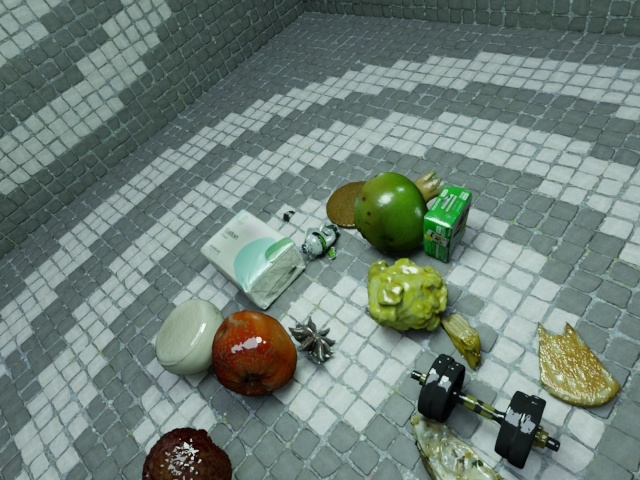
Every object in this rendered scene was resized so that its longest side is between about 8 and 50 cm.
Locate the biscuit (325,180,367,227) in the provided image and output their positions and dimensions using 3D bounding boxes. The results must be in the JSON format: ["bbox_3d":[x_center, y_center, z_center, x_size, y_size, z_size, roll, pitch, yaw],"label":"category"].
[{"bbox_3d":[0.149,-0.154,1.796,0.263,0.037,0.261,-11,49,13],"label":"biscuit"}]

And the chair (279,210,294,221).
[{"bbox_3d":[-0.152,-0.107,1.881,0.037,0.042,0.086,18,25,31],"label":"chair"}]

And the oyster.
[{"bbox_3d":[0.350,0.580,1.100,0.166,0.093,0.294,-18,36,-17],"label":"oyster"}]

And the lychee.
[{"bbox_3d":[-0.386,0.672,1.191,0.261,0.260,0.260,-11,50,13],"label":"lychee"}]

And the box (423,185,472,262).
[{"bbox_3d":[0.443,-0.057,1.459,0.103,0.250,0.180,25,67,28],"label":"box"}]

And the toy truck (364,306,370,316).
[{"bbox_3d":[0.190,0.259,1.452,0.083,0.024,0.031,28,89,38],"label":"toy truck"}]

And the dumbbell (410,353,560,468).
[{"bbox_3d":[0.421,0.441,1.106,0.389,0.185,0.185,19,62,32],"label":"dumbbell"}]

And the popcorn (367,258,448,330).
[{"bbox_3d":[0.280,0.175,1.364,0.251,0.235,0.241,12,62,-8],"label":"popcorn"}]

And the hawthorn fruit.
[{"bbox_3d":[-0.229,0.362,1.379,0.276,0.275,0.299,-34,43,-7],"label":"hawthorn fruit"}]

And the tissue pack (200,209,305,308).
[{"bbox_3d":[-0.271,0.068,1.675,0.357,0.193,0.266,32,70,38],"label":"tissue pack"}]

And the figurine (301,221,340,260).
[{"bbox_3d":[0.000,0.000,1.674,0.193,0.147,0.126,-33,26,-31],"label":"figurine"}]

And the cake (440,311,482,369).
[{"bbox_3d":[0.453,0.312,1.299,0.080,0.116,0.185,-28,16,-7],"label":"cake"}]

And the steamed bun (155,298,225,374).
[{"bbox_3d":[-0.455,0.359,1.517,0.283,0.177,0.282,-23,44,25],"label":"steamed bun"}]

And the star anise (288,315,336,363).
[{"bbox_3d":[-0.033,0.337,1.410,0.061,0.181,0.204,-58,46,22],"label":"star anise"}]

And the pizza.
[{"bbox_3d":[0.692,0.343,1.179,0.181,0.034,0.261,-18,49,6],"label":"pizza"}]

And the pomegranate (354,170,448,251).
[{"bbox_3d":[0.304,-0.102,1.499,0.359,0.309,0.216,-31,43,3],"label":"pomegranate"}]
